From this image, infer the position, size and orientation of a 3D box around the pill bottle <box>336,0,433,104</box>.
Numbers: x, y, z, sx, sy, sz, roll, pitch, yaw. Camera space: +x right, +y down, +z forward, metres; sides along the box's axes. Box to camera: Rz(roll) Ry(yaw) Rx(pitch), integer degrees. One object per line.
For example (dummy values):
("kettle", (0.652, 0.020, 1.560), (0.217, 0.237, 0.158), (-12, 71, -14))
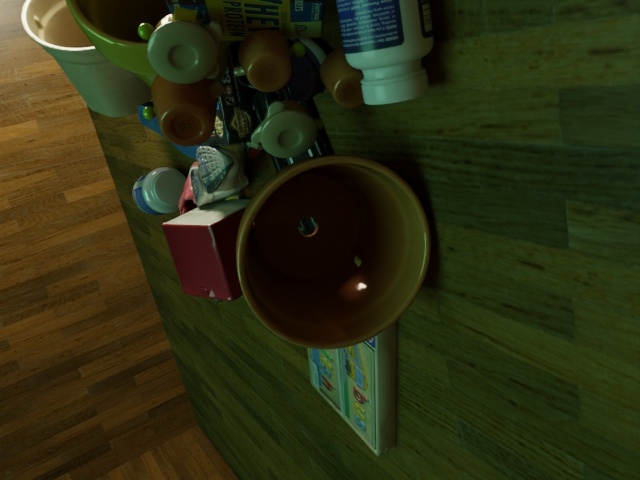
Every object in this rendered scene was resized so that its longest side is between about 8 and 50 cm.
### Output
("pill bottle", (0.080, -0.269, 0.699), (0.112, 0.112, 0.186), (22, 129, 56))

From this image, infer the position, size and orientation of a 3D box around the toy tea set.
("toy tea set", (-0.092, -0.230, 0.819), (0.200, 0.336, 0.124), (115, 151, -42))

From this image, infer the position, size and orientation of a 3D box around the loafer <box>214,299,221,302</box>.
("loafer", (-0.300, 0.156, 1.830), (0.148, 0.050, 0.056), (-31, 86, 48))

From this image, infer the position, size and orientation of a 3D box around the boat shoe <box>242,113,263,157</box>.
("boat shoe", (-0.132, -0.220, 1.216), (0.043, 0.049, 0.137), (55, 147, 18))

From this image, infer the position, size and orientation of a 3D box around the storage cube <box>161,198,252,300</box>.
("storage cube", (-0.242, 0.017, 1.397), (0.215, 0.184, 0.193), (4, 115, 40))

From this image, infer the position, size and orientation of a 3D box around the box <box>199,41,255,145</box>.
("box", (-0.236, -0.351, 1.216), (0.296, 0.074, 0.293), (19, 122, 64))

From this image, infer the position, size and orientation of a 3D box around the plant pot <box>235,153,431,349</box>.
("plant pot", (0.000, 0.000, 0.908), (0.203, 0.291, 0.290), (-137, 32, -69))

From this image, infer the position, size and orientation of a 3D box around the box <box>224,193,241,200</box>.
("box", (-0.241, -0.050, 1.559), (0.108, 0.043, 0.178), (65, 155, 3))

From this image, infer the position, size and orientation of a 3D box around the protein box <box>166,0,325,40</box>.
("protein box", (-0.097, -0.386, 0.741), (0.136, 0.200, 0.201), (103, 164, -79))

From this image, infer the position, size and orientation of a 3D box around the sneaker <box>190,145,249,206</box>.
("sneaker", (-0.228, -0.159, 1.343), (0.297, 0.130, 0.110), (165, 94, -70))

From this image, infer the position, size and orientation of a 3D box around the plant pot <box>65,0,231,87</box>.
("plant pot", (-0.245, -0.358, 0.924), (0.253, 0.254, 0.239), (62, 173, 10))

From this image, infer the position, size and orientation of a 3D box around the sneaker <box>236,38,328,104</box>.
("sneaker", (-0.104, -0.328, 0.969), (0.283, 0.124, 0.107), (48, 159, 35))

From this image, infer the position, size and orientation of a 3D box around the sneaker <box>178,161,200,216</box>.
("sneaker", (-0.363, -0.092, 1.606), (0.116, 0.136, 0.313), (24, 148, -4))

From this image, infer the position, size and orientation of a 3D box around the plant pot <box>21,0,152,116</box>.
("plant pot", (-0.602, -0.529, 1.596), (0.333, 0.334, 0.305), (54, 162, 25))

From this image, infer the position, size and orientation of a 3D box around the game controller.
("game controller", (-0.035, -0.156, 1.083), (0.167, 0.067, 0.319), (-18, 95, 50))

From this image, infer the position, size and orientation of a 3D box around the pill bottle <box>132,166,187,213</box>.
("pill bottle", (-0.518, -0.162, 1.870), (0.272, 0.152, 0.152), (2, 112, 62))

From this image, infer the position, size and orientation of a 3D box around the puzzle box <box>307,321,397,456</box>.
("puzzle box", (0.057, 0.234, 1.211), (0.272, 0.052, 0.408), (36, 140, 46))

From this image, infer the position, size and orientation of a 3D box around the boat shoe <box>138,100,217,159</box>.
("boat shoe", (-0.371, -0.312, 1.533), (0.258, 0.089, 0.109), (37, 133, 9))
